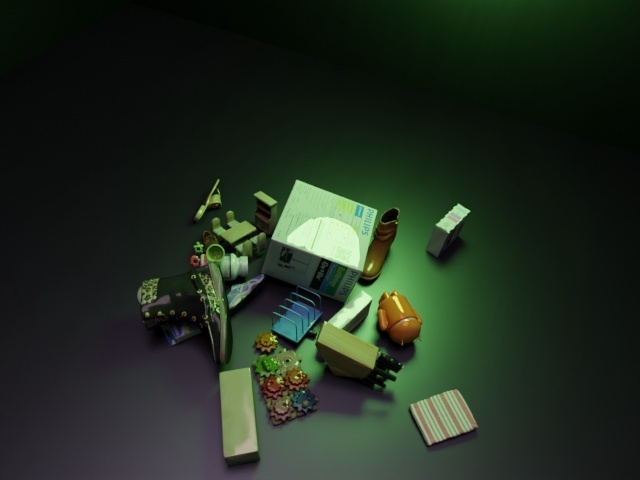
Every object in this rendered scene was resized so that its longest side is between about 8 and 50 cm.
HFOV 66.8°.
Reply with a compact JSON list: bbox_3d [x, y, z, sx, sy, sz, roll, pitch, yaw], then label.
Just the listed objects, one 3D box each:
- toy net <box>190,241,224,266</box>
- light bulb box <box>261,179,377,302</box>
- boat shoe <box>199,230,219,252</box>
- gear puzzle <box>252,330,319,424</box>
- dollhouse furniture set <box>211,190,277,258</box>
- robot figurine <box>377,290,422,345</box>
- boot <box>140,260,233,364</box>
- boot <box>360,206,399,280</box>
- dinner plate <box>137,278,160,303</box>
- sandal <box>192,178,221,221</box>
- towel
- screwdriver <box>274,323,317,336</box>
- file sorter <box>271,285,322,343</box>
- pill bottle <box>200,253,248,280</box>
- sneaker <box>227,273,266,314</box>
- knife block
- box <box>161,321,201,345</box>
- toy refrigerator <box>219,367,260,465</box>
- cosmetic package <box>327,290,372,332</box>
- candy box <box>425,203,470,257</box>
[{"bbox_3d":[-0.429,0.126,1.813,0.121,0.045,0.233,6,92,-11],"label":"toy net"},{"bbox_3d":[0.000,0.000,1.944,0.360,0.225,0.358,21,48,-2],"label":"light bulb box"},{"bbox_3d":[-0.448,0.008,1.960,0.064,0.060,0.178,-2,17,-28],"label":"boat shoe"},{"bbox_3d":[-0.134,0.446,1.668,0.175,0.044,0.339,-13,51,-20],"label":"gear puzzle"},{"bbox_3d":[-0.303,-0.073,2.019,0.212,0.161,0.242,33,47,30],"label":"dollhouse furniture set"},{"bbox_3d":[0.292,0.293,1.819,0.128,0.158,0.220,-36,52,13],"label":"robot figurine"},{"bbox_3d":[-0.458,0.263,1.667,0.283,0.138,0.378,-10,64,-8],"label":"boot"},{"bbox_3d":[0.248,0.012,2.004,0.109,0.220,0.283,30,50,17],"label":"boot"},{"bbox_3d":[-0.622,0.197,1.841,0.141,0.017,0.141,5,47,-6],"label":"dinner plate"},{"bbox_3d":[-0.484,-0.163,2.169,0.079,0.088,0.240,35,52,-19],"label":"sandal"},{"bbox_3d":[0.412,0.594,1.632,0.196,0.029,0.144,-12,51,-16],"label":"towel"},{"bbox_3d":[-0.093,0.326,1.802,0.169,0.024,0.025,16,77,9],"label":"screwdriver"},{"bbox_3d":[-0.087,0.267,1.781,0.118,0.105,0.170,21,44,25],"label":"file sorter"},{"bbox_3d":[-0.376,0.105,1.901,0.179,0.108,0.108,-1,48,-10],"label":"pill bottle"},{"bbox_3d":[-0.292,0.188,1.856,0.081,0.080,0.211,36,51,19],"label":"sneaker"},{"bbox_3d":[0.139,0.391,1.637,0.241,0.276,0.088,-6,40,27],"label":"knife block"},{"bbox_3d":[-0.477,0.296,1.755,0.178,0.043,0.109,-21,54,-26],"label":"box"},{"bbox_3d":[-0.254,0.550,1.525,0.102,0.094,0.270,-9,49,-7],"label":"toy refrigerator"},{"bbox_3d":[0.095,0.295,1.806,0.060,0.099,0.239,37,52,22],"label":"cosmetic package"},{"bbox_3d":[0.562,-0.044,2.142,0.070,0.165,0.196,35,53,22],"label":"candy box"}]
